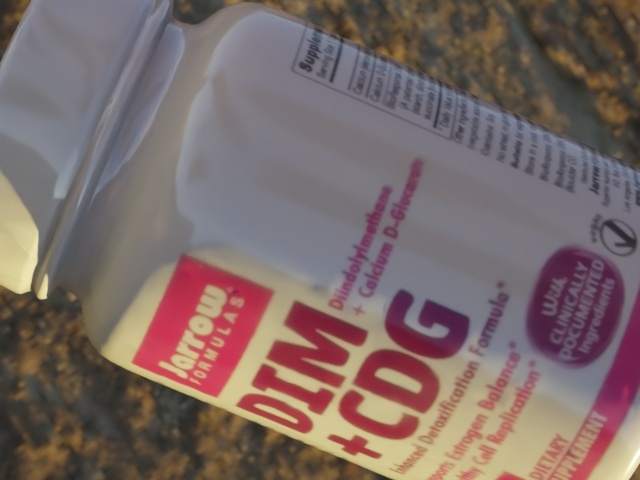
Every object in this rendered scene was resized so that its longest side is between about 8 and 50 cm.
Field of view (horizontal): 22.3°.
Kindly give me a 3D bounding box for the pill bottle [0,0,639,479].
[{"bbox_3d":[0.000,0.000,0.669,0.283,0.160,0.160,23,32,-6],"label":"pill bottle"}]
